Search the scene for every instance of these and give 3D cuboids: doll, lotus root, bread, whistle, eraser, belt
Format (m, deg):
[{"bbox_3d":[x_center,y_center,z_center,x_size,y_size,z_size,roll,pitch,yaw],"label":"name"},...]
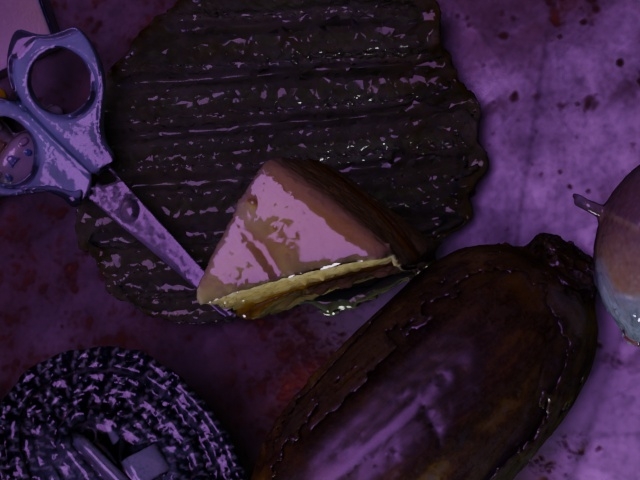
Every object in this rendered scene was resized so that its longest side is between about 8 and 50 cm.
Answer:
[{"bbox_3d":[-0.334,-0.088,1.711,0.113,0.071,0.135,15,92,-1],"label":"doll"},{"bbox_3d":[0.099,0.144,1.476,0.196,0.179,0.397,45,84,-2],"label":"lotus root"},{"bbox_3d":[0.000,0.000,1.437,0.178,0.266,0.142,-1,90,11],"label":"bread"},{"bbox_3d":[0.373,0.040,1.420,0.347,0.189,0.189,22,92,5],"label":"whistle"},{"bbox_3d":[-0.351,-0.218,1.742,0.150,0.023,0.104,-24,78,15],"label":"eraser"},{"bbox_3d":[-0.173,0.241,1.569,0.295,0.160,0.207,40,71,7],"label":"belt"}]

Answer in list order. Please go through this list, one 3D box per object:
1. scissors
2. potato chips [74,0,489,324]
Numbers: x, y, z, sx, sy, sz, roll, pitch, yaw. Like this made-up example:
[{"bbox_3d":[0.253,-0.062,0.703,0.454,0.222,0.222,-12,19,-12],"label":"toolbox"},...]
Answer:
[{"bbox_3d":[-0.207,-0.049,1.616,0.360,0.029,0.191,44,99,14],"label":"scissors"},{"bbox_3d":[-0.054,-0.101,1.613,0.429,0.070,0.359,-6,87,19],"label":"potato chips"}]
